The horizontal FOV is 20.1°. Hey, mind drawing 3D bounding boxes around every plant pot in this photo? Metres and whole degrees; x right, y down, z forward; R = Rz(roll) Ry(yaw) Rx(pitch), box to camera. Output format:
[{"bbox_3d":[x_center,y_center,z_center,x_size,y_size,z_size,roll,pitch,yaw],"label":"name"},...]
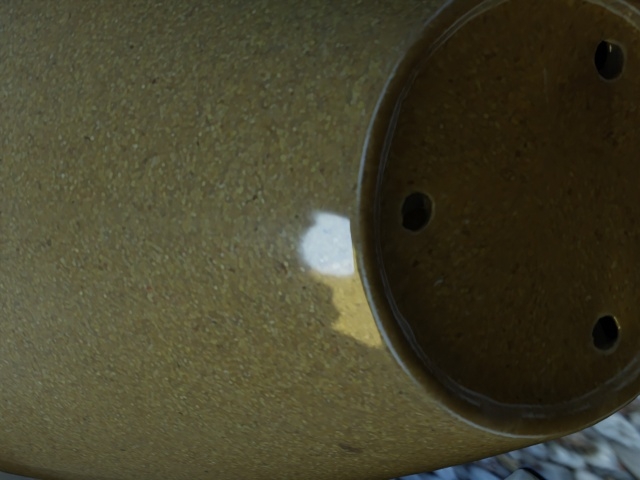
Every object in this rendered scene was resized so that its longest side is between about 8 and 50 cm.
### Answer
[{"bbox_3d":[-0.009,-0.021,0.542,0.254,0.237,0.237,9,140,56],"label":"plant pot"}]

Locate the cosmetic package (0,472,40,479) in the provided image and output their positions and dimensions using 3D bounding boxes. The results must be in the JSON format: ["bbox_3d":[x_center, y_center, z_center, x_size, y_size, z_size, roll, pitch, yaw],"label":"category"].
[{"bbox_3d":[-0.194,-0.050,0.752,0.155,0.197,0.365,14,152,21],"label":"cosmetic package"}]

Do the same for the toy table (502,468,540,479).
[{"bbox_3d":[0.029,0.219,0.965,0.252,0.161,0.274,45,151,-10],"label":"toy table"}]
